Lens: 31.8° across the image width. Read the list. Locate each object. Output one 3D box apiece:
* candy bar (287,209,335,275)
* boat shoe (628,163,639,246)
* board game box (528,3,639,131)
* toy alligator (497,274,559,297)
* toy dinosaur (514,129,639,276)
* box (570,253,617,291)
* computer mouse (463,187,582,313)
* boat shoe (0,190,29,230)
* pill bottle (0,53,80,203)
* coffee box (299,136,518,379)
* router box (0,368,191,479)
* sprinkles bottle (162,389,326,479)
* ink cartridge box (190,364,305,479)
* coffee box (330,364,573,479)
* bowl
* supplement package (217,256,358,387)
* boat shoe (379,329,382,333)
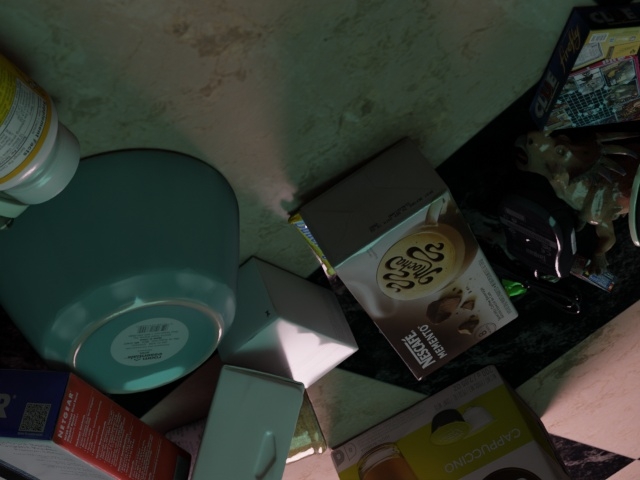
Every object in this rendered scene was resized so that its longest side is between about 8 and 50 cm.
[{"bbox_3d":[0.000,0.000,1.468,0.040,0.018,0.161,-28,146,6],"label":"candy bar"},{"bbox_3d":[0.450,-0.091,1.409,0.084,0.079,0.233,-8,120,-44],"label":"boat shoe"},{"bbox_3d":[0.394,-0.218,1.390,0.243,0.042,0.165,-8,142,-22],"label":"board game box"},{"bbox_3d":[0.266,0.066,1.685,0.189,0.056,0.051,-20,105,-5],"label":"toy alligator"},{"bbox_3d":[0.409,-0.087,1.511,0.295,0.127,0.200,-18,128,-26],"label":"toy dinosaur"},{"bbox_3d":[0.344,0.026,1.604,0.094,0.137,0.027,26,93,-47],"label":"box"},{"bbox_3d":[0.265,-0.014,1.495,0.060,0.184,0.262,-52,146,-16],"label":"computer mouse"},{"bbox_3d":[-0.419,-0.059,1.065,0.091,0.109,0.305,-44,145,19],"label":"boat shoe"},{"bbox_3d":[-0.319,-0.117,1.039,0.117,0.117,0.208,-32,144,11],"label":"pill bottle"},{"bbox_3d":[0.120,0.032,1.450,0.168,0.119,0.297,-33,137,2],"label":"coffee box"},{"bbox_3d":[-0.376,0.246,1.380,0.335,0.082,0.301,-1,152,23],"label":"router box"},{"bbox_3d":[-0.173,0.329,1.709,0.355,0.121,0.121,-21,145,-5],"label":"sprinkles bottle"},{"bbox_3d":[-0.104,0.282,1.517,0.115,0.198,0.273,14,168,-2],"label":"ink cartridge box"},{"bbox_3d":[0.277,0.484,1.990,0.337,0.334,0.338,-30,145,9],"label":"coffee box"},{"bbox_3d":[-0.220,0.060,1.294,0.311,0.163,0.311,-15,143,-12],"label":"bowl"},{"bbox_3d":[-0.053,0.113,1.508,0.105,0.105,0.179,-38,143,21],"label":"supplement package"},{"bbox_3d":[0.120,0.126,1.670,0.083,0.065,0.183,-17,138,-8],"label":"boat shoe"}]
